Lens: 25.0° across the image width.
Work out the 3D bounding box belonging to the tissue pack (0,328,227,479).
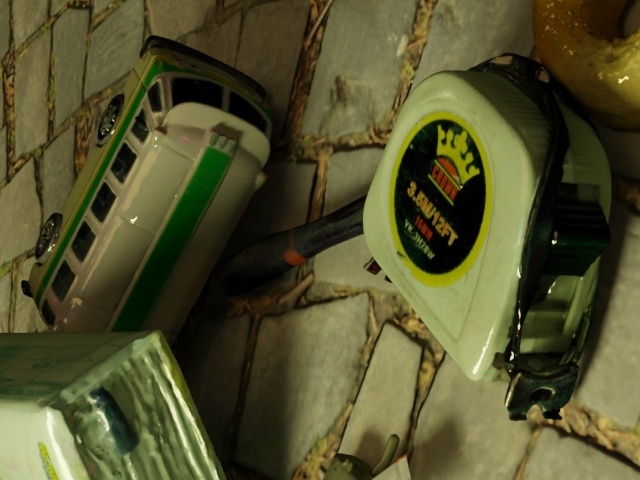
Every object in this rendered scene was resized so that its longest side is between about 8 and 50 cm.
[{"bbox_3d":[-0.245,0.233,1.346,0.388,0.162,0.287,-4,112,51],"label":"tissue pack"}]

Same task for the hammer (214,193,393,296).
[{"bbox_3d":[0.000,0.000,1.319,0.290,0.037,0.137,-26,47,44],"label":"hammer"}]

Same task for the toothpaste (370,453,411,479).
[{"bbox_3d":[0.008,0.236,1.165,0.190,0.031,0.048,-38,46,32],"label":"toothpaste"}]

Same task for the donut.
[{"bbox_3d":[0.229,-0.171,1.086,0.162,0.065,0.178,-54,40,21],"label":"donut"}]

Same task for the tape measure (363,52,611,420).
[{"bbox_3d":[0.145,-0.017,1.086,0.235,0.115,0.207,53,129,45],"label":"tape measure"}]

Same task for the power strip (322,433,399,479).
[{"bbox_3d":[0.005,0.279,1.204,0.092,0.034,0.268,37,105,52],"label":"power strip"}]

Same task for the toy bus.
[{"bbox_3d":[-0.165,-0.030,1.429,0.305,0.143,0.179,-60,25,12],"label":"toy bus"}]
